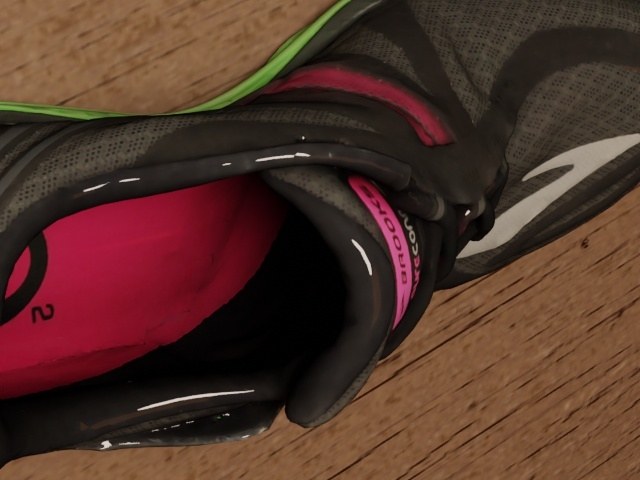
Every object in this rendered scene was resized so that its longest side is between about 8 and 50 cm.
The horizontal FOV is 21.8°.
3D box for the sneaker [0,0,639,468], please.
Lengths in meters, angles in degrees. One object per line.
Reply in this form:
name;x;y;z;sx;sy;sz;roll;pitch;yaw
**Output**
sneaker;0.000;0.000;0.750;0.482;0.202;0.185;-21;125;-29
